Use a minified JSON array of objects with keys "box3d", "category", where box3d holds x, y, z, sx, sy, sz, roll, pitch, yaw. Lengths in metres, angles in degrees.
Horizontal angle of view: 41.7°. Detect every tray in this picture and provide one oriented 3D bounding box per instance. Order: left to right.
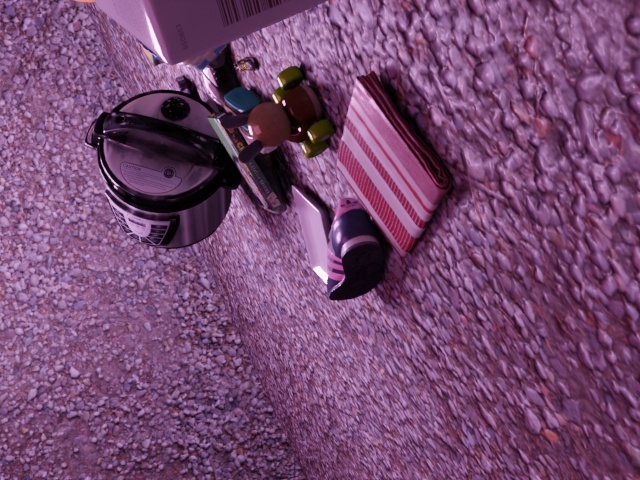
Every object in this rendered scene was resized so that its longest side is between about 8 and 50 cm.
[{"box3d":[0.000,0.000,2.006,0.145,0.030,0.270,47,157,47],"category":"tray"}]

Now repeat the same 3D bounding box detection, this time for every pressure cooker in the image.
[{"box3d":[-0.430,-0.209,2.329,0.376,0.369,0.420,61,163,18],"category":"pressure cooker"}]

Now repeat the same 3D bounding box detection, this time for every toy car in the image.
[{"box3d":[-0.094,-0.225,1.658,0.155,0.188,0.149,61,164,10],"category":"toy car"}]

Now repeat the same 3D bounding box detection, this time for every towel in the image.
[{"box3d":[0.117,-0.118,1.453,0.237,0.037,0.329,57,165,14],"category":"towel"}]

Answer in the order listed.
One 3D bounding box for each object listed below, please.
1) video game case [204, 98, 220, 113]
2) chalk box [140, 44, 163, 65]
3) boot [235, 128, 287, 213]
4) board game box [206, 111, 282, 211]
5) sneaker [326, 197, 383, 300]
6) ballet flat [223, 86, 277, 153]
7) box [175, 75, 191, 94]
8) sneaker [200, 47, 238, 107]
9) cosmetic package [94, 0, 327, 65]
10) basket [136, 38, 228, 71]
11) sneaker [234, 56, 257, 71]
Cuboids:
[{"box3d":[-0.296,-0.314,2.449,0.190,0.022,0.173,65,163,-10],"category":"video game case"},{"box3d":[-0.418,-0.590,2.195,0.132,0.132,0.213,56,161,24],"category":"chalk box"},{"box3d":[-0.161,-0.189,2.159,0.190,0.076,0.209,48,164,44],"category":"boot"},{"box3d":[-0.184,-0.191,2.032,0.260,0.030,0.136,59,171,-19],"category":"board game box"},{"box3d":[0.064,0.024,1.756,0.319,0.112,0.131,106,152,-63],"category":"sneaker"},{"box3d":[-0.136,-0.261,1.912,0.316,0.107,0.106,-123,10,-58],"category":"ballet flat"},{"box3d":[-0.396,-0.409,2.560,0.116,0.029,0.162,-121,13,-58],"category":"box"},{"box3d":[-0.259,-0.432,2.045,0.234,0.078,0.106,66,166,-3],"category":"sneaker"},{"box3d":[-0.201,-0.518,1.279,0.393,0.329,0.328,42,154,50],"category":"cosmetic package"},{"box3d":[-0.337,-0.513,1.844,0.255,0.201,0.289,54,-171,33],"category":"basket"},{"box3d":[-0.170,-0.394,1.903,0.083,0.035,0.031,29,143,63],"category":"sneaker"}]
